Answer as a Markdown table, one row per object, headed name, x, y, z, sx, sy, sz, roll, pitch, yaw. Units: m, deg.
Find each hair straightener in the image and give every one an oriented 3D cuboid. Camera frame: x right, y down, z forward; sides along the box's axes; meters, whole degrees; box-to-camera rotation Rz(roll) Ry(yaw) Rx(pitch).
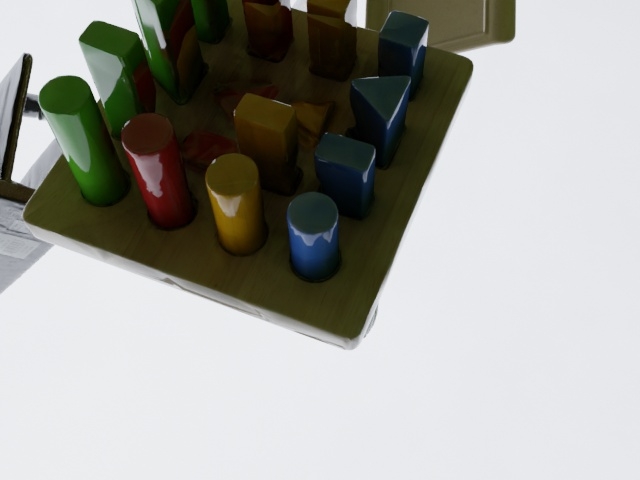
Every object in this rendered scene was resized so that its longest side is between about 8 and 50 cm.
| name | x | y | z | sx | sy | sz | roll | pitch | yaw |
| --- | --- | --- | --- | --- | --- | --- | --- | --- | --- |
| hair straightener | -0.437 | -0.212 | 1.428 | 0.089 | 0.230 | 0.047 | 11 | -90 | 0 |

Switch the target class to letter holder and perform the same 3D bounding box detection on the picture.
| name | x | y | z | sx | sy | sz | roll | pitch | yaw |
| --- | --- | --- | --- | --- | --- | --- | --- | --- | --- |
| letter holder | -0.355 | -0.089 | 0.881 | 0.152 | 0.302 | 0.214 | 16 | -116 | -31 |

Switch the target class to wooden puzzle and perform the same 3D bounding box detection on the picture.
| name | x | y | z | sx | sy | sz | roll | pitch | yaw |
| --- | --- | --- | --- | --- | --- | --- | --- | --- | --- |
| wooden puzzle | 0.182 | -0.377 | 1.286 | 0.044 | 0.239 | 0.221 | 21 | -112 | -56 |

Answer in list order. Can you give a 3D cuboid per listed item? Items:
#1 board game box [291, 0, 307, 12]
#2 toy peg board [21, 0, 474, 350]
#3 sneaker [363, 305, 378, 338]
| name | x | y | z | sx | sy | sz | roll | pitch | yaw |
| --- | --- | --- | --- | --- | --- | --- | --- | --- | --- |
| board game box | -0.035 | -0.425 | 1.605 | 0.026 | 0.126 | 0.186 | 32 | -156 | -19 |
| toy peg board | -0.030 | -0.061 | 0.369 | 0.161 | 0.079 | 0.161 | 19 | -118 | 13 |
| sneaker | 0.000 | 0.000 | 0.932 | 0.090 | 0.115 | 0.232 | -18 | -111 | 7 |
